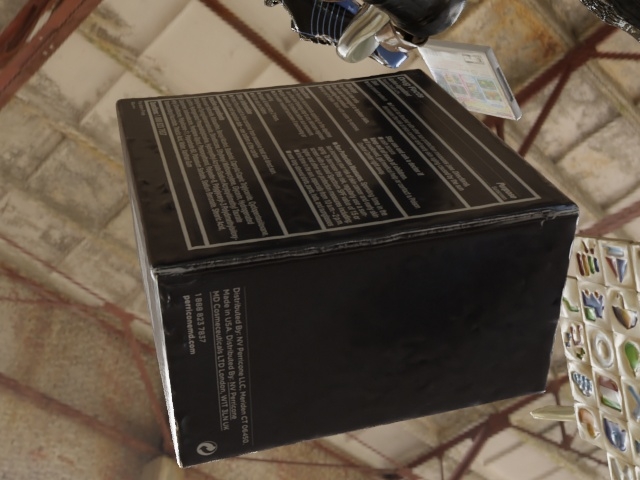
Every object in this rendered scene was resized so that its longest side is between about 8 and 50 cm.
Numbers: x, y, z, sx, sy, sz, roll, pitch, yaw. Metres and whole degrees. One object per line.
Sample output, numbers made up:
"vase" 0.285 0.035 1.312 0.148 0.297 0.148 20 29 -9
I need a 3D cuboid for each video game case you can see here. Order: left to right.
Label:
"video game case" 0.238 -0.261 1.341 0.157 0.019 0.143 24 -22 49

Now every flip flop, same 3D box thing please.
"flip flop" 0.090 -0.240 0.859 0.080 0.112 0.277 35 -14 -9

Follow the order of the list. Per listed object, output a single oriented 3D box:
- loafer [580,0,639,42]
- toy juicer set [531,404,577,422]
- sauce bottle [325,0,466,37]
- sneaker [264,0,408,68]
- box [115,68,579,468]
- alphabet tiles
"loafer" 0.477 -0.355 1.256 0.223 0.076 0.078 36 -91 4
"toy juicer set" 0.482 0.245 1.153 0.328 0.090 0.209 -12 -5 -1
"sauce bottle" -0.017 -0.231 0.554 0.111 0.112 0.344 -35 -31 33
"sneaker" 0.020 -0.312 1.210 0.232 0.081 0.090 43 -70 10
"box" 0.000 0.000 0.689 0.293 0.296 0.183 -9 -58 -13
"alphabet tiles" 0.369 0.164 0.964 0.011 0.285 0.343 -14 -82 -16
